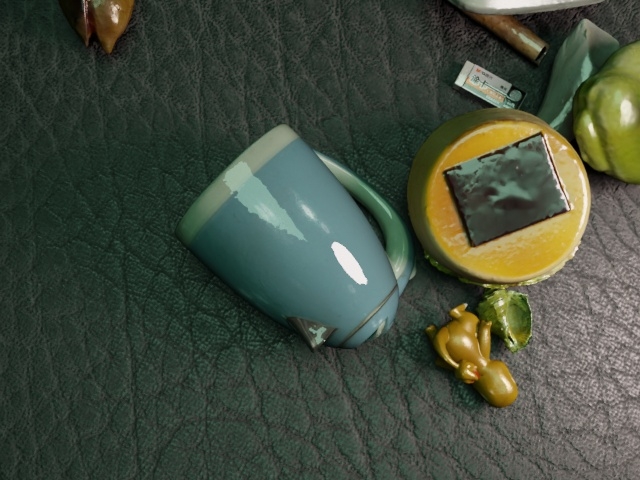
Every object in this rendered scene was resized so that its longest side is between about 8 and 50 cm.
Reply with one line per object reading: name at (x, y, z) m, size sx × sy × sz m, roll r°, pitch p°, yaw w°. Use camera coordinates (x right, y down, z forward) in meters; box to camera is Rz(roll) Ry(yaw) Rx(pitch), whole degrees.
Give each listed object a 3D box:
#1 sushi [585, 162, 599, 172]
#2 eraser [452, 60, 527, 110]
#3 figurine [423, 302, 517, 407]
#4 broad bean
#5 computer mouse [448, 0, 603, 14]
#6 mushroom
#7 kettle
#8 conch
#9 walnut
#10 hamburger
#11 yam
sushi at (0.478, -0.156, 1.476) m, size 0.045 × 0.044 × 0.083 m, roll -5°, pitch 76°, yaw 19°
eraser at (0.295, -0.262, 1.491) m, size 0.122 × 0.029 × 0.052 m, roll 29°, pitch 79°, yaw 5°
figurine at (0.241, 0.196, 1.348) m, size 0.176 × 0.122 × 0.121 m, roll 46°, pitch 114°, yaw 1°
broad bean at (0.524, -0.209, 1.392) m, size 0.291 × 0.119 × 0.238 m, roll 0°, pitch 100°, yaw -34°
computer mouse at (0.351, -0.458, 1.483) m, size 0.330 × 0.095 × 0.197 m, roll -11°, pitch 53°, yaw -14°
mushroom at (0.415, -0.235, 1.455) m, size 0.118 × 0.103 × 0.270 m, roll 32°, pitch 85°, yaw 4°
kettle at (0.000, 0.000, 1.345) m, size 0.342 × 0.247 × 0.319 m, roll 44°, pitch 55°, yaw -1°
conch at (0.303, 0.121, 1.389) m, size 0.089 × 0.074 × 0.121 m, roll -27°, pitch 76°, yaw 4°
walnut at (-0.384, -0.438, 1.461) m, size 0.137 × 0.137 × 0.245 m, roll -11°, pitch 79°, yaw -4°
hamburger at (0.280, -0.063, 1.362) m, size 0.300 × 0.176 × 0.300 m, roll 0°, pitch 96°, yaw 3°
yam at (0.292, -0.402, 1.512) m, size 0.264 × 0.046 × 0.046 m, roll 39°, pitch 80°, yaw 6°
